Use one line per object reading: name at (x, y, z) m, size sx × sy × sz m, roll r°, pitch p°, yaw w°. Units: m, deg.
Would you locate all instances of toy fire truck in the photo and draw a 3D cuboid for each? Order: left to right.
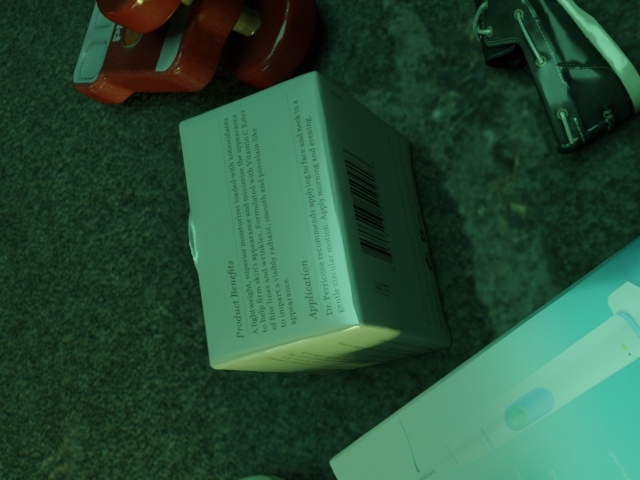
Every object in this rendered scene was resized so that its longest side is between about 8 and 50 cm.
toy fire truck at (-0.127, -0.275, 0.793) m, size 0.253 × 0.169 × 0.302 m, roll 11°, pitch 85°, yaw 48°

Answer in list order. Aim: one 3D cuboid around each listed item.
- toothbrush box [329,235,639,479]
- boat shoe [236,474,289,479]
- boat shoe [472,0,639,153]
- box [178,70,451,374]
toothbrush box at (0.188, 0.152, 0.547) m, size 0.295 × 0.126 × 0.216 m, roll -40°, pitch 65°, yaw 16°
boat shoe at (-0.017, 0.420, 0.601) m, size 0.186 × 0.156 × 0.501 m, roll -26°, pitch 57°, yaw 27°
boat shoe at (0.147, -0.170, 0.654) m, size 0.079 × 0.084 × 0.233 m, roll -38°, pitch 68°, yaw 17°
box at (0.000, 0.000, 0.647) m, size 0.119 × 0.182 × 0.181 m, roll -16°, pitch 74°, yaw 23°
